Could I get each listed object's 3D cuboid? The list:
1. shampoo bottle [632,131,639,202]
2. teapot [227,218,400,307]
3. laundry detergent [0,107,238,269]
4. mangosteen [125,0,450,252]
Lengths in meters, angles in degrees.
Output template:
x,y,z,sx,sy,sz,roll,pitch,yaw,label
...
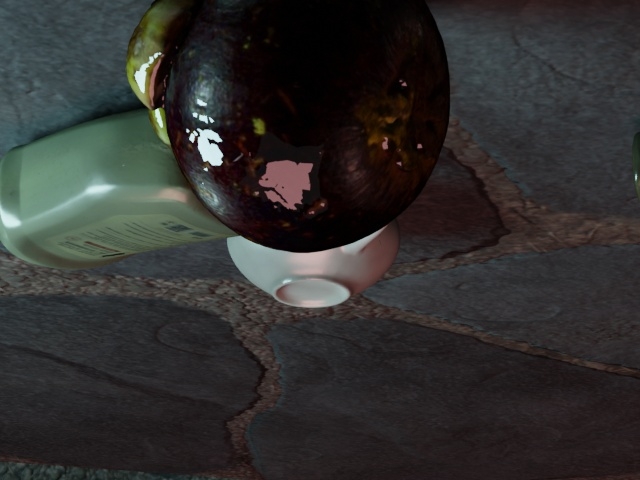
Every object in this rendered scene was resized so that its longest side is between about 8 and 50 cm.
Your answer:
x,y,z,sx,sy,sz,roll,pitch,yaw,label
0.395,-0.067,1.249,0.350,0.084,0.125,-9,161,30,shampoo bottle
0.000,0.000,1.479,0.145,0.092,0.226,13,155,-33,teapot
-0.160,-0.033,1.379,0.253,0.091,0.181,-12,163,35,laundry detergent
-0.030,-0.094,1.071,0.217,0.192,0.192,19,172,31,mangosteen
